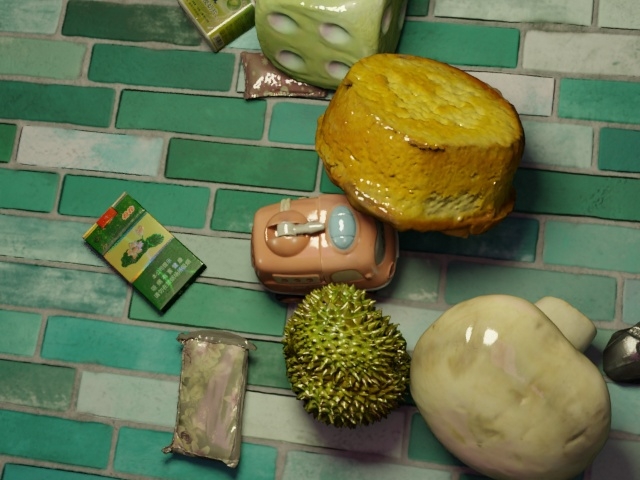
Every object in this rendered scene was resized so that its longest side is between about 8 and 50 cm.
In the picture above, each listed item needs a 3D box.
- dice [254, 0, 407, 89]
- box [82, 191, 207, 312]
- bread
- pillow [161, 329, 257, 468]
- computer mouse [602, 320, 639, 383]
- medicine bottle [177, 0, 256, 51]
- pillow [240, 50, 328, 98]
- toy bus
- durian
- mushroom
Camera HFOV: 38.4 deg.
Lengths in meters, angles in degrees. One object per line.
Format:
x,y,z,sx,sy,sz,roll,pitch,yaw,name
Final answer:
0.030,-0.464,1.798,0.252,0.249,0.254,17,66,13,dice
-0.358,0.023,1.870,0.235,0.034,0.132,42,85,14,box
0.187,-0.176,1.679,0.398,0.215,0.398,12,37,-9,bread
-0.212,0.301,1.776,0.169,0.059,0.255,5,79,9,pillow
0.607,0.195,1.691,0.192,0.062,0.105,-28,75,2,computer mouse
-0.190,-0.508,1.944,0.188,0.088,0.132,-36,75,-1,medicine bottle
-0.077,-0.350,1.915,0.185,0.043,0.118,-4,73,6,pillow
0.000,0.000,1.732,0.288,0.232,0.194,-4,74,8,toy bus
0.038,0.211,1.670,0.225,0.291,0.291,-24,75,14,durian
0.338,0.237,1.580,0.353,0.325,0.353,-10,63,21,mushroom
